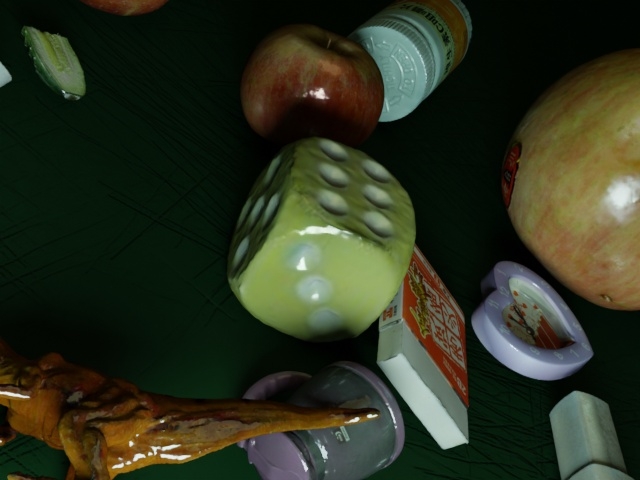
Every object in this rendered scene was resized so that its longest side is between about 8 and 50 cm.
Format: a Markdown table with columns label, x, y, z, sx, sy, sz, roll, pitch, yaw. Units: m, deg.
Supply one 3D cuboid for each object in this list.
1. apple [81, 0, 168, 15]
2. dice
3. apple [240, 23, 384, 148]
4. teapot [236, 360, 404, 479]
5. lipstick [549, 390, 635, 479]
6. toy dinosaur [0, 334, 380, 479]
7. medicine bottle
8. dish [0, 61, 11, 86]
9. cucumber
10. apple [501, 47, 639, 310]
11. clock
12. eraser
| label | x | y | z | sx | sy | sz | roll | pitch | yaw |
| --- | --- | --- | --- | --- | --- | --- | --- | --- | --- |
| apple | -0.279 | -0.412 | 1.417 | 0.201 | 0.162 | 0.201 | 23 | 38 | -19 |
| dice | 0.000 | 0.000 | 1.164 | 0.166 | 0.169 | 0.169 | 23 | 36 | -19 |
| apple | -0.011 | -0.205 | 1.413 | 0.209 | 0.164 | 0.209 | 20 | 27 | -11 |
| teapot | -0.007 | 0.181 | 0.997 | 0.146 | 0.116 | 0.148 | -25 | 70 | -41 |
| lipstick | 0.324 | 0.293 | 1.186 | 0.079 | 0.077 | 0.253 | 25 | 34 | -16 |
| toy dinosaur | -0.167 | 0.177 | 0.853 | 0.432 | 0.097 | 0.208 | 19 | 40 | -9 |
| medicine bottle | 0.148 | -0.320 | 1.695 | 0.158 | 0.158 | 0.318 | 38 | 33 | 2 |
| dish | -0.419 | -0.198 | 1.115 | 0.141 | 0.141 | 0.078 | 38 | 78 | 9 |
| cucumber | -0.327 | -0.209 | 1.245 | 0.067 | 0.035 | 0.107 | 8 | 47 | -52 |
| apple | 0.483 | -0.104 | 1.573 | 0.391 | 0.346 | 0.391 | 29 | 31 | -19 |
| clock | 0.280 | 0.123 | 1.362 | 0.172 | 0.064 | 0.198 | 34 | 34 | -4 |
| eraser | 0.123 | 0.113 | 1.201 | 0.157 | 0.038 | 0.230 | 54 | 25 | -28 |
